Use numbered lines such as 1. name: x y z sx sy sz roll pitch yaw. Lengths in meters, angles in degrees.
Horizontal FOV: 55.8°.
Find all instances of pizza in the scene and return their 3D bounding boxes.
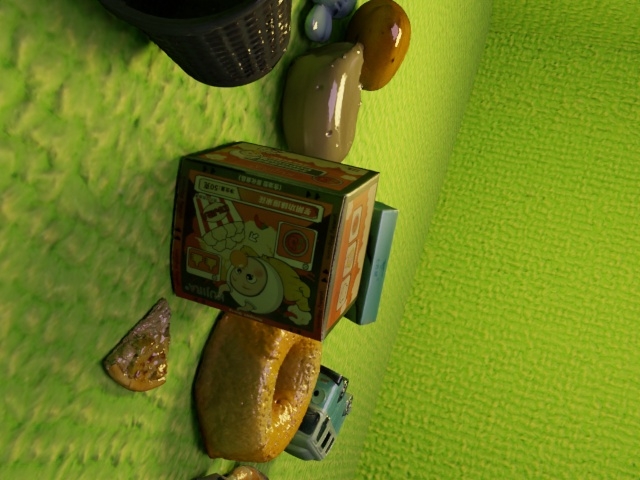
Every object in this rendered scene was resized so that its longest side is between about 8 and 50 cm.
1. pizza: -0.190 0.115 0.674 0.123 0.026 0.108 58 47 -67

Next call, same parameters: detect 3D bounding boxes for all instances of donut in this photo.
1. donut: -0.084 0.213 0.953 0.303 0.110 0.302 15 90 -72

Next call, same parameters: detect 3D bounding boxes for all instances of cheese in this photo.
1. cheese: 0.004 -0.197 0.921 0.175 0.091 0.202 -56 157 -49

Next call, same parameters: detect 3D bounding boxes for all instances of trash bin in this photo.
1. trash bin: -0.091 -0.217 0.507 0.161 0.176 0.175 70 37 -80

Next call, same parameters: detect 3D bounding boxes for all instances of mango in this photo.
1. mango: 0.091 -0.335 1.024 0.262 0.109 0.157 -46 158 -78

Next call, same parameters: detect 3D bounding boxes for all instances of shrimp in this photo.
1. shrimp: -0.140 0.490 1.095 0.254 0.059 0.145 74 37 -59

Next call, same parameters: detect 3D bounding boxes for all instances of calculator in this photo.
1. calculator: 0.030 -0.437 0.880 0.188 0.042 0.302 -1 102 -73

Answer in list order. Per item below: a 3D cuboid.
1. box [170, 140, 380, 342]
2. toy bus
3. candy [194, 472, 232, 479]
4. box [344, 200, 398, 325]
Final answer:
1. box: -0.052 -0.006 0.717 0.148 0.195 0.177 -39 141 -62
2. toy bus: -0.027 0.340 1.203 0.271 0.133 0.164 77 36 -61
3. candy: -0.166 0.441 0.911 0.073 0.092 0.160 25 82 -68
4. box: 0.000 0.000 0.854 0.041 0.229 0.161 -7 113 -43
